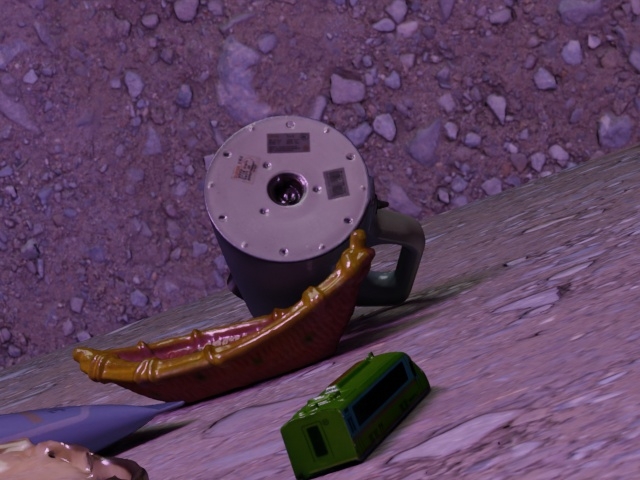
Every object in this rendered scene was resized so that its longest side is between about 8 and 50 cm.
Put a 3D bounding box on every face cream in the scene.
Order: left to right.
[{"bbox_3d":[-0.305,0.191,1.494,0.385,0.086,0.135,-16,2,-34],"label":"face cream"}]

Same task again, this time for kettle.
[{"bbox_3d":[0.000,0.000,1.817,0.210,0.160,0.243,-4,-26,2],"label":"kettle"}]

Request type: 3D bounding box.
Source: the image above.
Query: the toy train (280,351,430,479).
[{"bbox_3d":[0.027,0.102,1.162,0.044,0.042,0.209,-19,3,18],"label":"toy train"}]

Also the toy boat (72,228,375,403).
[{"bbox_3d":[-0.080,0.090,1.687,0.318,0.099,0.141,-22,2,19],"label":"toy boat"}]

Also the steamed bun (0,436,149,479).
[{"bbox_3d":[-0.168,0.163,0.797,0.177,0.106,0.192,-17,9,-33],"label":"steamed bun"}]
